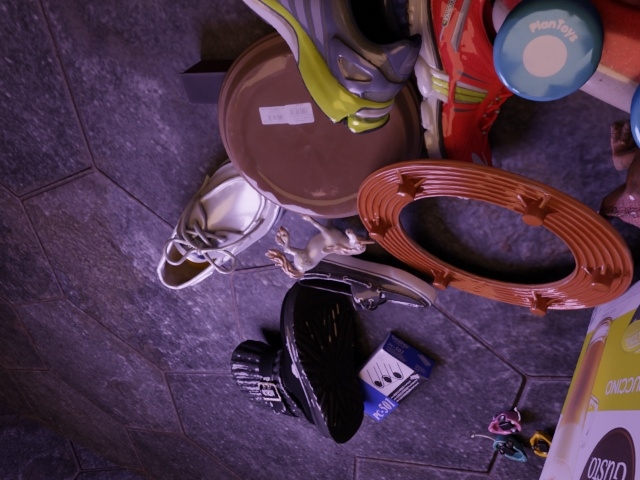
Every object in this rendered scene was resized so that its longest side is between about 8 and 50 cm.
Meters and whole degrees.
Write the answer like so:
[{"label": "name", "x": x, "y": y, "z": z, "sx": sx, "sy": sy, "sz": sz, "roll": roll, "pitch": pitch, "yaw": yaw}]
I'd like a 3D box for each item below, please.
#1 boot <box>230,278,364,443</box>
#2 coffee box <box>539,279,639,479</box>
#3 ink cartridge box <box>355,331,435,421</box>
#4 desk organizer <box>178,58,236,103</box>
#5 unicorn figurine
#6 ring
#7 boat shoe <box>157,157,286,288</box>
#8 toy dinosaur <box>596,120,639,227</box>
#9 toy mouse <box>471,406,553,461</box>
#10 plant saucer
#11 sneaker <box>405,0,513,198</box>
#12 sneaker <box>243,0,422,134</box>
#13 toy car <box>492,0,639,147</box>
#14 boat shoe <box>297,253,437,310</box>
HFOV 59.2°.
[{"label": "boot", "x": -0.067, "y": 0.211, "z": 1.073, "sx": 0.260, "sy": 0.131, "sz": 0.347, "roll": 12, "pitch": 119, "yaw": 44}, {"label": "coffee box", "x": 0.434, "y": 0.243, "z": 0.538, "sx": 0.338, "sy": 0.334, "sz": 0.337, "roll": 22, "pitch": 167, "yaw": 15}, {"label": "ink cartridge box", "x": 0.121, "y": 0.260, "z": 1.054, "sx": 0.097, "sy": 0.046, "sz": 0.207, "roll": 34, "pitch": 138, "yaw": 4}, {"label": "desk organizer", "x": -0.125, "y": -0.220, "z": 0.777, "sx": 0.130, "sy": 0.050, "sz": 0.047, "roll": 8, "pitch": 131, "yaw": 28}, {"label": "unicorn figurine", "x": 0.000, "y": 0.000, "z": 0.866, "sx": 0.162, "sy": 0.060, "sz": 0.111, "roll": -41, "pitch": 85, "yaw": 27}, {"label": "ring", "x": 0.197, "y": 0.012, "z": 0.696, "sx": 0.337, "sy": 0.032, "sz": 0.336, "roll": 21, "pitch": 160, "yaw": 8}, {"label": "boat shoe", "x": -0.187, "y": -0.010, "z": 0.927, "sx": 0.136, "sy": 0.156, "sz": 0.367, "roll": 45, "pitch": 137, "yaw": -10}, {"label": "toy dinosaur", "x": 0.355, "y": -0.051, "z": 0.508, "sx": 0.296, "sy": 0.200, "sz": 0.127, "roll": -25, "pitch": 111, "yaw": 45}, {"label": "toy mouse", "x": 0.340, "y": 0.344, "z": 0.999, "sx": 0.143, "sy": 0.031, "sz": 0.161, "roll": -10, "pitch": 121, "yaw": 38}, {"label": "plant saucer", "x": -0.006, "y": -0.136, "z": 0.734, "sx": 0.278, "sy": 0.041, "sz": 0.277, "roll": 7, "pitch": 129, "yaw": 9}, {"label": "sneaker", "x": 0.169, "y": -0.163, "z": 0.604, "sx": 0.118, "sy": 0.107, "sz": 0.279, "roll": -2, "pitch": 128, "yaw": 26}, {"label": "sneaker", "x": 0.002, "y": -0.263, "z": 0.579, "sx": 0.300, "sy": 0.111, "sz": 0.121, "roll": 53, "pitch": 140, "yaw": 5}, {"label": "toy car", "x": 0.267, "y": -0.220, "z": 0.407, "sx": 0.210, "sy": 0.219, "sz": 0.238, "roll": 29, "pitch": 132, "yaw": 8}, {"label": "boat shoe", "x": 0.065, "y": 0.073, "z": 0.882, "sx": 0.229, "sy": 0.076, "sz": 0.080, "roll": 19, "pitch": 162, "yaw": 20}]
